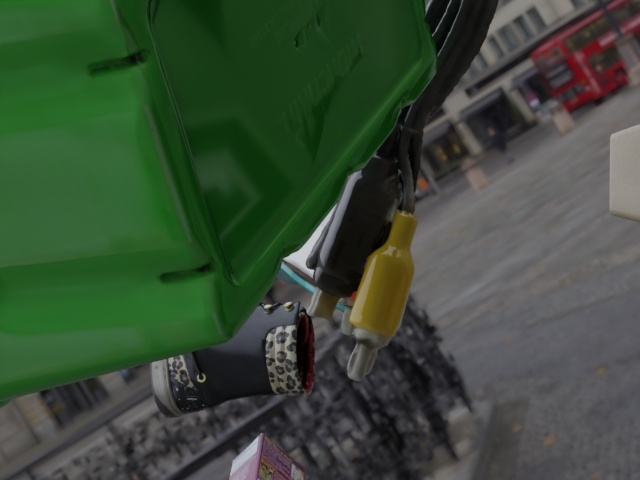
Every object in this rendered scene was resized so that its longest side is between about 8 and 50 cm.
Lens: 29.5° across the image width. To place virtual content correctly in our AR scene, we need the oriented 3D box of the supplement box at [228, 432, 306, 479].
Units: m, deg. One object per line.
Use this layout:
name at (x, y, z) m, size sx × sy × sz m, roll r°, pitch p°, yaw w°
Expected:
supplement box at (-0.047, 0.210, 1.015) m, size 0.043 × 0.055 × 0.083 m, roll -44°, pitch 14°, yaw 19°

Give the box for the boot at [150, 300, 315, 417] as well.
boot at (-0.097, 0.071, 1.338) m, size 0.178 × 0.236 × 0.085 m, roll -8°, pitch -14°, yaw 20°

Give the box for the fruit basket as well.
fruit basket at (-0.165, -0.114, 0.645) m, size 0.392 × 0.283 × 0.392 m, roll -12°, pitch 28°, yaw 6°

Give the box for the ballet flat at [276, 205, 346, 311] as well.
ballet flat at (0.000, 0.000, 1.471) m, size 0.139 × 0.139 × 0.400 m, roll -32°, pitch 14°, yaw -11°

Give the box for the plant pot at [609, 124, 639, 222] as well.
plant pot at (0.318, -0.058, 1.103) m, size 0.096 × 0.109 × 0.109 m, roll -1°, pitch -1°, yaw 29°

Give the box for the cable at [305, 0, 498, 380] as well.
cable at (0.061, -0.052, 0.817) m, size 0.139 × 0.072 × 0.287 m, roll -111°, pitch 44°, yaw -74°
